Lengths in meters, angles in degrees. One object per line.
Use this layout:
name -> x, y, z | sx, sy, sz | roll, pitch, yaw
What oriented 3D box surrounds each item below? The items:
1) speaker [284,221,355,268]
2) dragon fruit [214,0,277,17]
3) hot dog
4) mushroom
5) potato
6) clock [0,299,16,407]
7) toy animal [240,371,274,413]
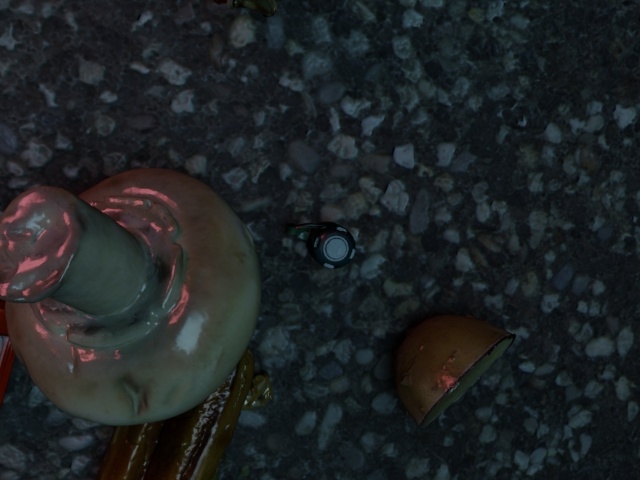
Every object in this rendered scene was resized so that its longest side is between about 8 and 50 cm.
speaker -> 0.001, -0.005, 1.194 | 0.094, 0.075, 0.060 | 41, 88, -14
dragon fruit -> -0.066, -0.432, 0.978 | 0.278, 0.277, 0.342 | 11, 99, -21
hot dog -> -0.196, 0.273, 1.150 | 0.158, 0.117, 0.348 | 20, 90, 22
mushroom -> -0.226, 0.047, 0.969 | 0.315, 0.336, 0.314 | -3, 74, 11
potato -> 0.182, 0.171, 1.275 | 0.202, 0.182, 0.117 | -41, 68, -15
clock -> -0.441, 0.140, 1.075 | 0.113, 0.061, 0.155 | 16, 99, -22
toy animal -> -0.114, 0.219, 1.220 | 0.083, 0.081, 0.060 | -21, 121, 23
